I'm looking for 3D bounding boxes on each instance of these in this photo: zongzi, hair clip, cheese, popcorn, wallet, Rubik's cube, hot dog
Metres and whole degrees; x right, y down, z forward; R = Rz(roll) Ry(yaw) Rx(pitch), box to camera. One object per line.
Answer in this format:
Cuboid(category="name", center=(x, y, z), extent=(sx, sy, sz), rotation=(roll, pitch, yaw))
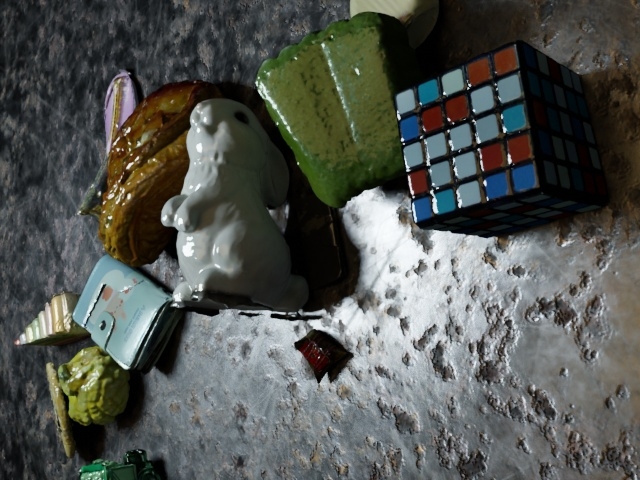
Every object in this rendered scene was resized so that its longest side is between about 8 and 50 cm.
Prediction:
Cuboid(category="zongzi", center=(0.010, 0.180, 1.198), extent=(0.073, 0.067, 0.083), rotation=(-27, 87, 25))
Cuboid(category="hair clip", center=(-0.453, -0.204, 1.643), extent=(0.110, 0.095, 0.359), rotation=(165, 116, -76))
Cuboid(category="cheese", center=(0.089, -0.385, 1.157), extent=(0.137, 0.064, 0.227), rotation=(-51, 57, 23))
Cuboid(category="popcorn", center=(-0.476, 0.302, 1.573), extent=(0.173, 0.142, 0.174), rotation=(21, 125, 34))
Cuboid(category="wallet", center=(-0.400, 0.148, 1.543), extent=(0.250, 0.075, 0.176), rotation=(28, 91, 40))
Cuboid(category="wallet", center=(0.000, 0.000, 1.235), extent=(0.082, 0.018, 0.157), rotation=(-22, 71, 40))
Cuboid(category="Rubik's cube", center=(0.223, -0.114, 0.930), extent=(0.184, 0.182, 0.187), rotation=(-20, 74, 38))
Cuboid(category="hot dog", center=(-0.310, -0.134, 1.416), extent=(0.388, 0.174, 0.267), rotation=(-55, 31, 23))

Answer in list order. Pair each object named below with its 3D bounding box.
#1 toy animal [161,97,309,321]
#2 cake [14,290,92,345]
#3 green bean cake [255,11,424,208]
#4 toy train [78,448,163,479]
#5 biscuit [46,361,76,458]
Cuboid(category="toy animal", center=(-0.138, -0.052, 1.244), extent=(0.193, 0.257, 0.358), rotation=(-15, 66, 52))
Cuboid(category="cake", center=(-0.592, 0.208, 1.694), extent=(0.225, 0.109, 0.090), rotation=(-39, 62, 32))
Cuboid(category="green bean cake", center=(0.047, -0.185, 1.087), extent=(0.222, 0.125, 0.248), rotation=(-20, 90, 25))
Cuboid(category="toy train", center=(-0.372, 0.544, 1.433), extent=(0.115, 0.154, 0.270), rotation=(-22, 72, 41))
Cuboid(category="biscuit", center=(-0.579, 0.376, 1.663), extent=(0.220, 0.033, 0.220), rotation=(167, 90, -67))
